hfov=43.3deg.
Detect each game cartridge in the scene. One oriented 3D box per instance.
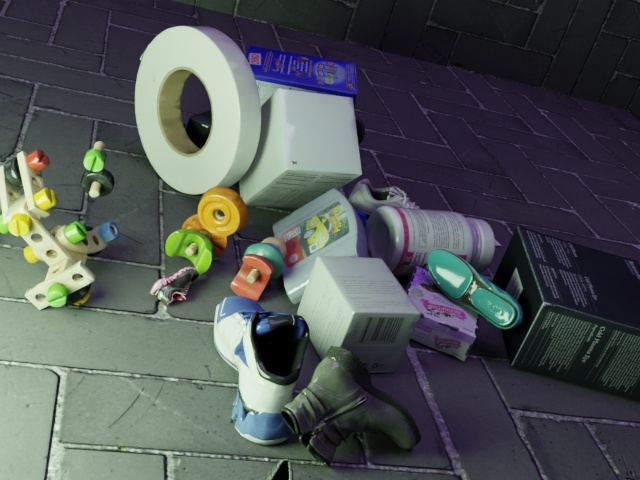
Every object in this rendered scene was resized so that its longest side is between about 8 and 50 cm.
[{"bbox_3d":[0.000,0.000,1.745,0.196,0.060,0.294,-28,32,7],"label":"game cartridge"}]

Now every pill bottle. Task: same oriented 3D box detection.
[{"bbox_3d":[0.259,0.006,1.902,0.283,0.160,0.160,3,32,-26],"label":"pill bottle"}]

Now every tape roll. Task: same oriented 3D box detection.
[{"bbox_3d":[-0.294,-0.303,1.879,0.072,0.392,0.392,-14,42,-45],"label":"tape roll"}]

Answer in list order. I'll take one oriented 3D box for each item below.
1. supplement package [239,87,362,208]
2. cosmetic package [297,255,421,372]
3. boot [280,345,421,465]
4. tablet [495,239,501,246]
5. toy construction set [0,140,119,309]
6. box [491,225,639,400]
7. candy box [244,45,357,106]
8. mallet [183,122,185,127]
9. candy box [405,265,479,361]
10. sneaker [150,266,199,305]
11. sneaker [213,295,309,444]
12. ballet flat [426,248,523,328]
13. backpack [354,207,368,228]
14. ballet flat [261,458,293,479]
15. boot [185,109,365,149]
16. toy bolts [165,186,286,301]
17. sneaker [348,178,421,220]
[{"bbox_3d":[-0.059,-0.210,1.922,0.198,0.263,0.199,2,74,-28],"label":"supplement package"},{"bbox_3d":[0.069,0.142,1.556,0.151,0.151,0.183,4,32,-27],"label":"cosmetic package"},{"bbox_3d":[0.046,0.304,1.318,0.246,0.161,0.083,48,-25,-22],"label":"boot"},{"bbox_3d":[0.455,-0.009,2.210,0.054,0.006,0.083,2,33,-29],"label":"tablet"},{"bbox_3d":[-0.519,0.000,1.423,0.309,0.257,0.237,-4,43,0],"label":"toy construction set"},{"bbox_3d":[0.579,0.157,1.808,0.312,0.179,0.343,15,29,-4],"label":"box"},{"bbox_3d":[-0.065,-0.427,2.228,0.317,0.122,0.268,11,29,-4],"label":"candy box"},{"bbox_3d":[-0.391,-0.284,2.164,0.062,0.039,0.189,22,24,8],"label":"mallet"},{"bbox_3d":[0.255,0.154,1.732,0.165,0.070,0.196,22,28,5],"label":"candy box"},{"bbox_3d":[-0.273,0.092,1.562,0.057,0.047,0.119,44,38,13],"label":"sneaker"},{"bbox_3d":[-0.089,0.172,1.375,0.127,0.182,0.315,8,30,-21],"label":"sneaker"},{"bbox_3d":[0.330,0.109,1.718,0.247,0.083,0.087,40,9,31],"label":"ballet flat"},{"bbox_3d":[0.049,-0.046,1.943,0.101,0.098,0.120,21,10,-44],"label":"backpack"},{"bbox_3d":[-0.075,0.382,1.151,0.057,0.049,0.173,17,28,-2],"label":"ballet flat"},{"bbox_3d":[-0.116,-0.290,2.214,0.367,0.146,0.445,18,24,16],"label":"boot"},{"bbox_3d":[-0.163,-0.013,1.653,0.228,0.218,0.158,34,31,0],"label":"toy bolts"},{"bbox_3d":[0.206,-0.066,2.048,0.292,0.118,0.110,19,26,-3],"label":"sneaker"}]
